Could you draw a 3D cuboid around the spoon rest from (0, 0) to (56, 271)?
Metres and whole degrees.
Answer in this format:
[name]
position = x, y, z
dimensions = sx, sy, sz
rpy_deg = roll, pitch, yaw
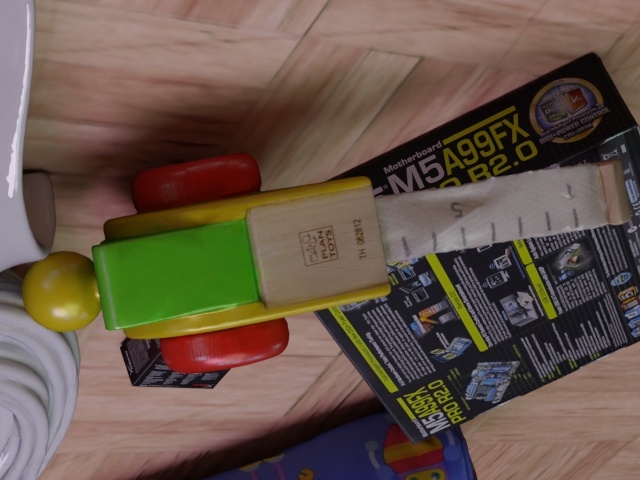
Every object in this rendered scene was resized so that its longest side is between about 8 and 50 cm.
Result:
[spoon rest]
position = -0.173, -0.061, 0.727
dimensions = 0.137, 0.084, 0.276
rpy_deg = -22, 150, -2

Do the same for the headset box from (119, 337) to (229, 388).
[headset box]
position = -0.074, 0.055, 1.013
dimensions = 0.062, 0.032, 0.083
rpy_deg = 5, 138, -38

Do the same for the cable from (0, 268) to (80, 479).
[cable]
position = -0.246, 0.106, 0.884
dimensions = 0.257, 0.089, 0.257
rpy_deg = -51, 153, 18

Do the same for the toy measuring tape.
[toy measuring tape]
position = 0.000, 0.000, 0.894
dimensions = 0.330, 0.121, 0.121
rpy_deg = -11, 147, -19

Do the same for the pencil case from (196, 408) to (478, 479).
[pencil case]
position = -0.029, 0.212, 1.198
dimensions = 0.306, 0.119, 0.133
rpy_deg = -18, 164, -8

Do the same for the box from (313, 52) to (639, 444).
[box]
position = 0.111, 0.018, 1.048
dimensions = 0.216, 0.060, 0.270
rpy_deg = -26, 148, 6
